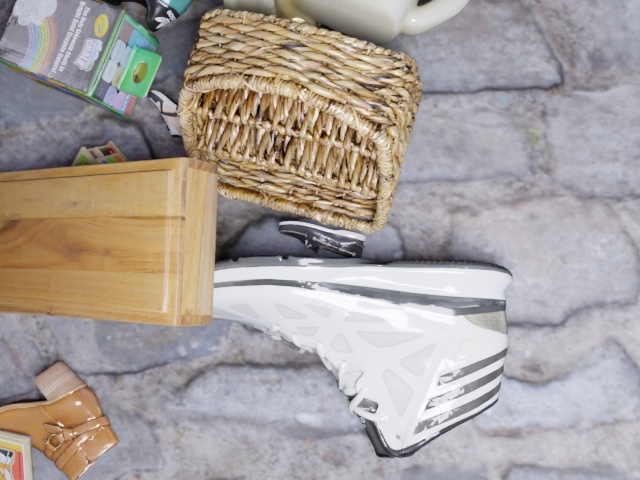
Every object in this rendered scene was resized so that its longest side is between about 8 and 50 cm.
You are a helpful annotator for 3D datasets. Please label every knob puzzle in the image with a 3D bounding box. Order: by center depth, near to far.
[{"bbox_3d":[-0.503,0.355,1.080,0.213,0.030,0.213,4,110,10],"label":"knob puzzle"}]

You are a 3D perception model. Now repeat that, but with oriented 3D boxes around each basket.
[{"bbox_3d":[-0.036,-0.150,0.975,0.299,0.213,0.223,17,88,11],"label":"basket"}]

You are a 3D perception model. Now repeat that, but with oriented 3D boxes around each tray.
[{"bbox_3d":[-0.322,0.003,1.010,0.411,0.076,0.202,0,86,33],"label":"tray"}]

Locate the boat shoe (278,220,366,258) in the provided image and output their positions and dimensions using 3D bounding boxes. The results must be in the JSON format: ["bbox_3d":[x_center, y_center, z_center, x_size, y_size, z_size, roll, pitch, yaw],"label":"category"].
[{"bbox_3d":[0.000,0.000,1.045,0.125,0.046,0.038,11,83,2],"label":"boat shoe"}]

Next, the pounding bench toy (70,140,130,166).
[{"bbox_3d":[-0.329,-0.099,1.104,0.052,0.065,0.083,49,125,9],"label":"pounding bench toy"}]

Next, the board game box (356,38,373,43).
[{"bbox_3d":[0.033,-0.258,1.032,0.090,0.090,0.020,11,86,10],"label":"board game box"}]

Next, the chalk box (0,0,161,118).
[{"bbox_3d":[-0.328,-0.268,1.079,0.213,0.132,0.132,23,89,10],"label":"chalk box"}]

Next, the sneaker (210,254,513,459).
[{"bbox_3d":[0.020,0.152,0.967,0.448,0.169,0.257,1,85,8],"label":"sneaker"}]

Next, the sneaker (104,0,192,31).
[{"bbox_3d":[-0.318,-0.430,1.099,0.302,0.108,0.121,39,89,9],"label":"sneaker"}]

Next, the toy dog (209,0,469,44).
[{"bbox_3d":[0.024,-0.484,0.959,0.396,0.284,0.407,9,86,10],"label":"toy dog"}]

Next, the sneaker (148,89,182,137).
[{"bbox_3d":[-0.218,-0.180,1.098,0.109,0.040,0.043,41,96,11],"label":"sneaker"}]

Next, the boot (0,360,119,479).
[{"bbox_3d":[-0.403,0.290,1.084,0.197,0.073,0.152,-39,85,8],"label":"boot"}]
